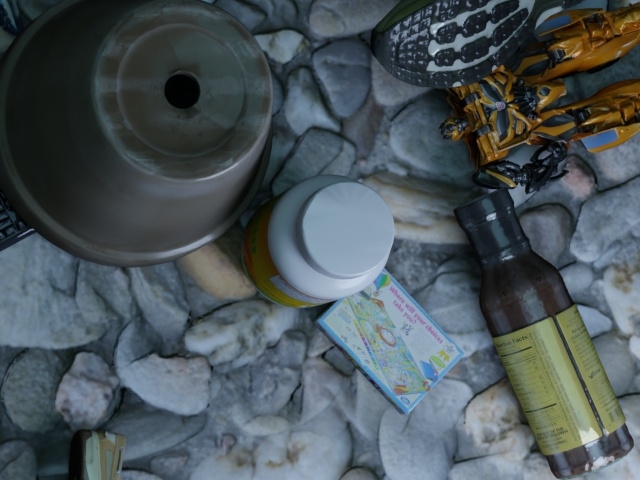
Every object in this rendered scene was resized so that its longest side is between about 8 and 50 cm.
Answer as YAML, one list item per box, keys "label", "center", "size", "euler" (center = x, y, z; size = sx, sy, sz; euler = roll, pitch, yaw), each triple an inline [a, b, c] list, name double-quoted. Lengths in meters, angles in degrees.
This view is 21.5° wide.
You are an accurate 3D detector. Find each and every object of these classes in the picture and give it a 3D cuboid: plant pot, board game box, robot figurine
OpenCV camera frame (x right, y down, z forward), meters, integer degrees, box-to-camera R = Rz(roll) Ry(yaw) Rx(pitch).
- label: "plant pot"
  center: [-0.181, -0.140, 1.803]
  size: [0.323, 0.280, 0.323]
  euler: [2, 84, -17]
- label: "board game box"
  center: [0.081, 0.115, 1.981]
  size: [0.103, 0.026, 0.154]
  euler: [-44, 95, -14]
- label: "robot figurine"
  center: [0.280, -0.180, 2.029]
  size: [0.291, 0.085, 0.211]
  euler: [-20, 84, -15]

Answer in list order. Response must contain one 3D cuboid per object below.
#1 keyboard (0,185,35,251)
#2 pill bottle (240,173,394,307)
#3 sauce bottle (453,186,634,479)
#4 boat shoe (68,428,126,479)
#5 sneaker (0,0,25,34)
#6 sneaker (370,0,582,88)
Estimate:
- label: "keyboard"
  center: [-0.408, -0.022, 1.879]
  size: [0.180, 0.023, 0.108]
  euler: [-30, 91, -16]
- label: "pill bottle"
  center: [0.000, 0.000, 1.860]
  size: [0.136, 0.245, 0.136]
  euler: [2, 84, -14]
- label: "sauce bottle"
  center: [0.257, 0.105, 1.983]
  size: [0.111, 0.111, 0.344]
  euler: [-22, 89, -15]
- label: "boat shoe"
  center: [-0.240, 0.305, 1.866]
  size: [0.072, 0.068, 0.190]
  euler: [6, 82, -25]
- label: "sneaker"
  center: [-0.353, -0.301, 1.909]
  size: [0.058, 0.052, 0.135]
  euler: [-18, 91, -22]
- label: "sneaker"
  center: [0.180, -0.317, 1.975]
  size: [0.182, 0.158, 0.410]
  euler: [36, 51, 28]
